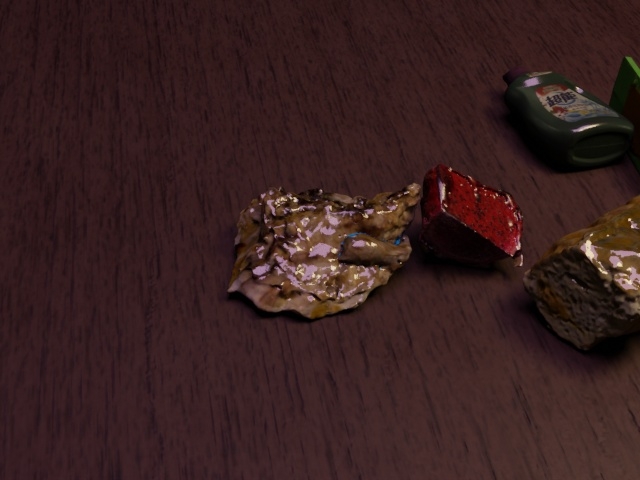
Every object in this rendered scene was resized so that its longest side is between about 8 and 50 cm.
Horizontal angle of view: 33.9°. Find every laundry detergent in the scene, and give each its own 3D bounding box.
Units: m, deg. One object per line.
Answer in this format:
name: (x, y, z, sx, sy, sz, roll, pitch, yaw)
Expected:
laundry detergent: (0.345, -0.192, 1.521, 0.144, 0.078, 0.222, -9, 38, -20)

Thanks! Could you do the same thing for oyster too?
oyster: (0.000, 0.000, 1.231, 0.214, 0.083, 0.223, 7, 46, 11)

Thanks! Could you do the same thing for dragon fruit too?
dragon fruit: (0.168, -0.017, 1.277, 0.147, 0.096, 0.102, 27, 44, -23)

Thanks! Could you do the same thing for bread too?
bread: (0.376, 0.017, 1.218, 0.267, 0.130, 0.152, -25, 39, -33)

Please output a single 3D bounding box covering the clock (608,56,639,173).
clock: (0.567, -0.161, 1.482, 0.255, 0.106, 0.220, -1, 39, -8)
